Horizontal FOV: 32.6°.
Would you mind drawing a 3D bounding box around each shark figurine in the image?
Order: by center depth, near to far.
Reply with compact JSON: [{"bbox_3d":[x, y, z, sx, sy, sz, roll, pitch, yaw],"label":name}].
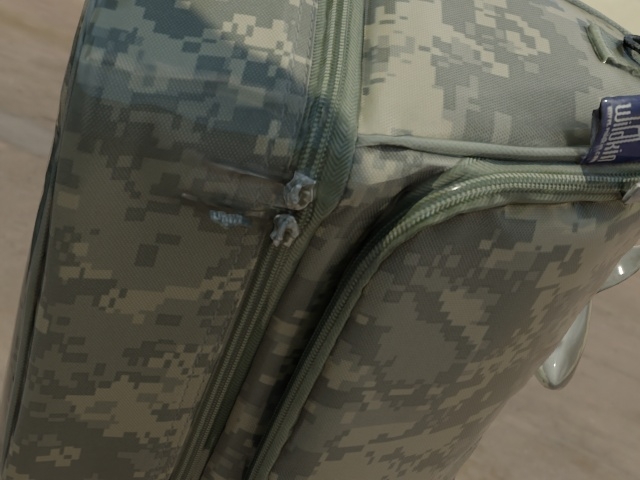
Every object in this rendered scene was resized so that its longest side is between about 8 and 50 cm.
[{"bbox_3d":[0.206,-0.017,0.887,0.116,0.278,0.166,-3,-10,10],"label":"shark figurine"}]

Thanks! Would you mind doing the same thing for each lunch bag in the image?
[{"bbox_3d":[0.000,0.000,0.520,0.255,0.305,0.213,13,42,-12],"label":"lunch bag"}]
